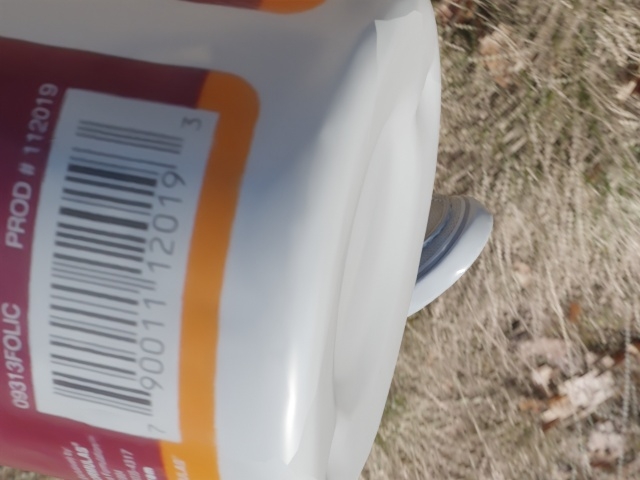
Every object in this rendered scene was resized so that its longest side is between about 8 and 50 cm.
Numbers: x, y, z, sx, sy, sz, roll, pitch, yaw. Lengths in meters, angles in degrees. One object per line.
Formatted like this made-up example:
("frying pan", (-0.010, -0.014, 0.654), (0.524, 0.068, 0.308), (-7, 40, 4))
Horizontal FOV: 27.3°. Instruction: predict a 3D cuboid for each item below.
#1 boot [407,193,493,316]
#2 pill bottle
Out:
("boot", (0.000, 0.000, 0.979), (0.123, 0.095, 0.258), (39, 142, -22))
("pill bottle", (-0.162, -0.028, 0.554), (0.392, 0.224, 0.224), (11, 106, 13))
